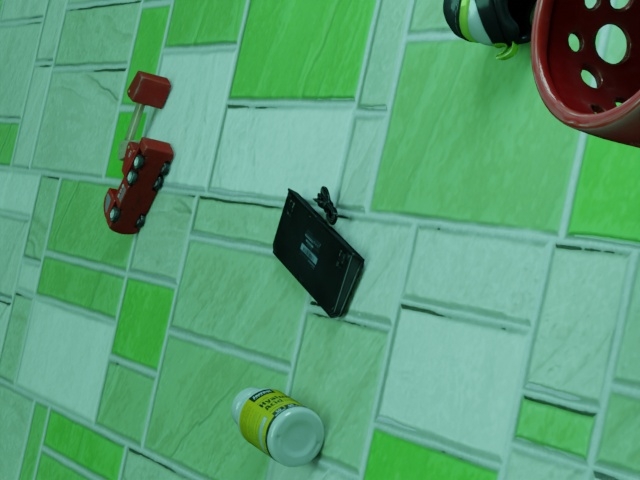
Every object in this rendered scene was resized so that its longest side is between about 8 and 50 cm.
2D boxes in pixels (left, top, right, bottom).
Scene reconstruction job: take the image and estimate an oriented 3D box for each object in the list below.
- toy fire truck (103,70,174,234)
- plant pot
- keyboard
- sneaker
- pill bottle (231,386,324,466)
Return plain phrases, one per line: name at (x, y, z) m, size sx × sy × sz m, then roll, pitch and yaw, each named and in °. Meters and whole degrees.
toy fire truck at (-0.250, -0.119, 2.143) m, size 0.192 × 0.047 × 0.135 m, roll -62°, pitch 33°, yaw 25°
plant pot at (0.275, -0.153, 1.149) m, size 0.191 × 0.174 × 0.191 m, roll -28°, pitch 56°, yaw 52°
keyboard at (0.000, 0.000, 1.704) m, size 0.180 × 0.023 × 0.108 m, roll 45°, pitch 124°, yaw 55°
sneaker at (0.196, -0.282, 1.457) m, size 0.097 × 0.084 × 0.234 m, roll 23°, pitch 100°, yaw 35°
pill bottle at (-0.049, 0.193, 1.665) m, size 0.116 × 0.065 × 0.065 m, roll 20°, pitch 96°, yaw 59°
